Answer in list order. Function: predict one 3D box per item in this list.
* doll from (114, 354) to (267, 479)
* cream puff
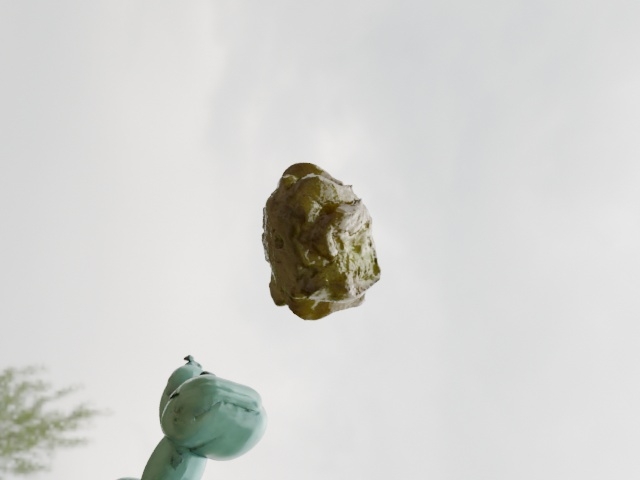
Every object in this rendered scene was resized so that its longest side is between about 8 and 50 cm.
[{"bbox_3d":[-0.085,0.145,0.590,0.158,0.059,0.159,-53,-151,26],"label":"doll"},{"bbox_3d":[0.000,0.000,0.566,0.083,0.058,0.083,64,-26,23],"label":"cream puff"}]
